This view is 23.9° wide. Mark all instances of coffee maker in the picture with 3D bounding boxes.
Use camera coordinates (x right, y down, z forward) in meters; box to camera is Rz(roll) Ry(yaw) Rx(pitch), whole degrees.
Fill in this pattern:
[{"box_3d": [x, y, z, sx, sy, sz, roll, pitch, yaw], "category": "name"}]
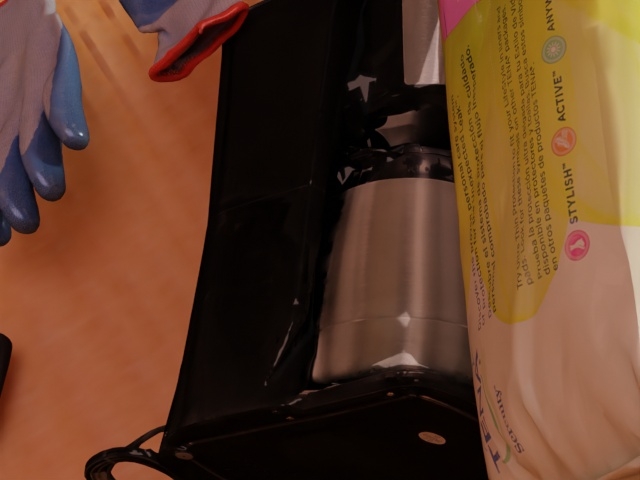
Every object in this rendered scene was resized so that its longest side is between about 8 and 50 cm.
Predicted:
[{"box_3d": [0.000, 0.000, 0.553, 0.171, 0.120, 0.178, -2, 59, 12], "category": "coffee maker"}]

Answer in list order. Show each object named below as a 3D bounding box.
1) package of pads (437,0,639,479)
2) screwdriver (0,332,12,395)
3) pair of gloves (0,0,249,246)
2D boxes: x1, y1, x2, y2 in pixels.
[{"box_3d": [0.152, -0.057, 0.487, 0.229, 0.101, 0.297, 4, 66, -19], "category": "package of pads"}, {"box_3d": [-0.151, 0.111, 0.577, 0.024, 0.025, 0.170, 5, 60, 16], "category": "screwdriver"}, {"box_3d": [-0.099, -0.092, 0.635, 0.198, 0.023, 0.159, -39, 41, 24], "category": "pair of gloves"}]
